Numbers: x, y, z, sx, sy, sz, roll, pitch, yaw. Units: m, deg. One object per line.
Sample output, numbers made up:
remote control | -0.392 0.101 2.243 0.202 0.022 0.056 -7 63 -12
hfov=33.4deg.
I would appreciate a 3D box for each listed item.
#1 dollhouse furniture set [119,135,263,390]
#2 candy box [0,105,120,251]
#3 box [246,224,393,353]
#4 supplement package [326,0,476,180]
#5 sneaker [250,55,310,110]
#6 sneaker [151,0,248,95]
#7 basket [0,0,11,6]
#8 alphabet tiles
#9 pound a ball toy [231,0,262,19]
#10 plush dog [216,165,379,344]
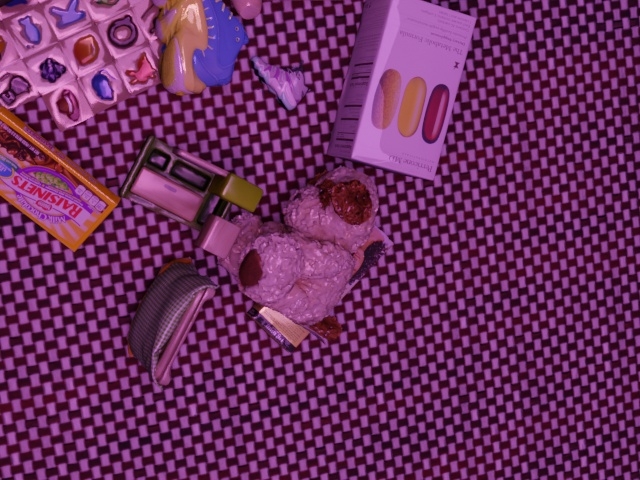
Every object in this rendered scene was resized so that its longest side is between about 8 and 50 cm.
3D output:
dollhouse furniture set | -0.228 0.024 1.475 0.151 0.197 0.302 27 88 -18
candy box | -0.392 -0.083 1.485 0.206 0.027 0.105 39 113 -16
box | -0.001 0.057 1.617 0.087 0.058 0.232 44 84 -15
supplement package | 0.117 -0.224 1.577 0.139 0.134 0.244 13 93 -17
sneaker | -0.054 -0.249 1.579 0.069 0.038 0.098 -44 115 -9
sneaker | -0.170 -0.325 1.511 0.126 0.091 0.240 -3 97 -34
basket | -0.503 -0.343 1.373 0.227 0.154 0.204 -39 86 0
alphabet tiles | -0.331 -0.331 1.502 0.342 0.011 0.285 -29 104 -11
pound a ball toy | 0.021 -0.451 1.532 0.319 0.208 0.136 -14 63 -23
plush dog | 0.000 0.000 1.492 0.210 0.262 0.225 34 90 -17
